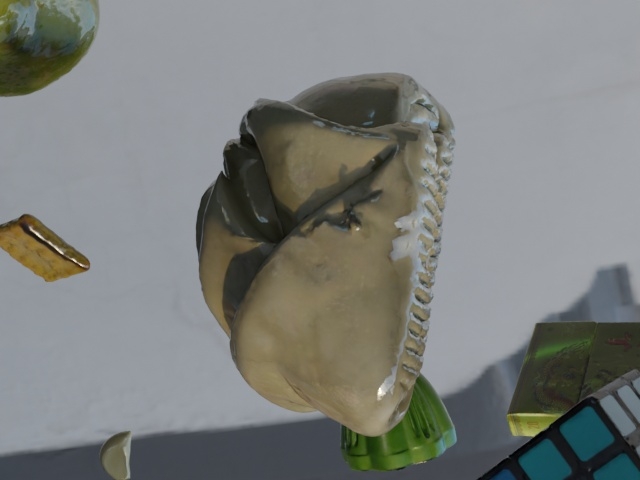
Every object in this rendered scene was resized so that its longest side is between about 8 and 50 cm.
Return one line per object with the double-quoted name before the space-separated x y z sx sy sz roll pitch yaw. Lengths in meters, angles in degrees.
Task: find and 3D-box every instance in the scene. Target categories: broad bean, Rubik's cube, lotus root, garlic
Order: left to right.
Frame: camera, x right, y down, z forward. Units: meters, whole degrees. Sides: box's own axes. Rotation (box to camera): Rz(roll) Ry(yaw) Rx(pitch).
"broad bean" -0.425 -0.302 1.753 0.119 0.238 0.291 49 4 17
"garlic" -0.329 0.348 2.012 0.041 0.053 0.083 -101 -171 -81
"lotus root" 0.104 0.244 1.902 0.186 0.186 0.186 -10 90 -72
"Rubik's cube" 0.273 0.241 1.197 0.160 0.162 0.163 54 27 15

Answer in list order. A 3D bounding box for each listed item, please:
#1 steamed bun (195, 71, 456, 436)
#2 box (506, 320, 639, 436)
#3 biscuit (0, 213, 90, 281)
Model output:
"steamed bun" 0.000 0.000 1.292 0.342 0.255 0.367 9 91 -81
"box" 0.387 0.161 1.448 0.173 0.311 0.043 -60 141 -48
"biscuit" -0.266 0.008 1.175 0.083 0.081 0.018 40 56 -25
